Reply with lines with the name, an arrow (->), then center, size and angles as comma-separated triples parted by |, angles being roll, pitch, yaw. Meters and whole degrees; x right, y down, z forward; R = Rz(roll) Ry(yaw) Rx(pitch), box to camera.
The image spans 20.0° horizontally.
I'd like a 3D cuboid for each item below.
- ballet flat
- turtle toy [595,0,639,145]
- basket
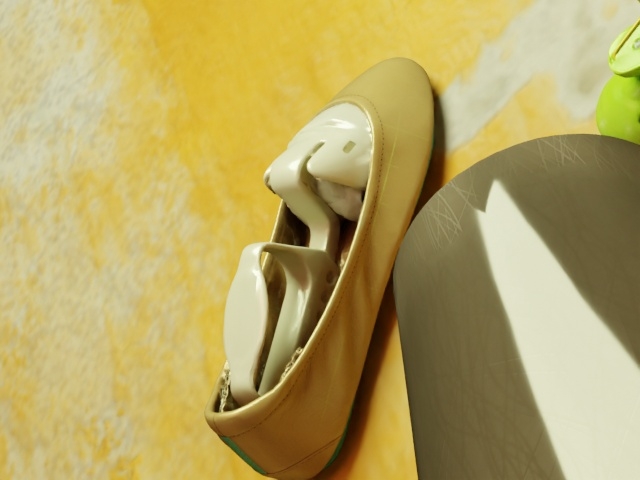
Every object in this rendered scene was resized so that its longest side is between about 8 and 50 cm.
ballet flat -> 0.000, 0.000, 0.885 | 0.080, 0.073, 0.232 | -10, 59, 45
turtle toy -> 0.166, -0.079, 0.756 | 0.130, 0.066, 0.095 | -29, 45, 34
basket -> 0.112, 0.078, 0.650 | 0.204, 0.154, 0.227 | -42, 37, 23
